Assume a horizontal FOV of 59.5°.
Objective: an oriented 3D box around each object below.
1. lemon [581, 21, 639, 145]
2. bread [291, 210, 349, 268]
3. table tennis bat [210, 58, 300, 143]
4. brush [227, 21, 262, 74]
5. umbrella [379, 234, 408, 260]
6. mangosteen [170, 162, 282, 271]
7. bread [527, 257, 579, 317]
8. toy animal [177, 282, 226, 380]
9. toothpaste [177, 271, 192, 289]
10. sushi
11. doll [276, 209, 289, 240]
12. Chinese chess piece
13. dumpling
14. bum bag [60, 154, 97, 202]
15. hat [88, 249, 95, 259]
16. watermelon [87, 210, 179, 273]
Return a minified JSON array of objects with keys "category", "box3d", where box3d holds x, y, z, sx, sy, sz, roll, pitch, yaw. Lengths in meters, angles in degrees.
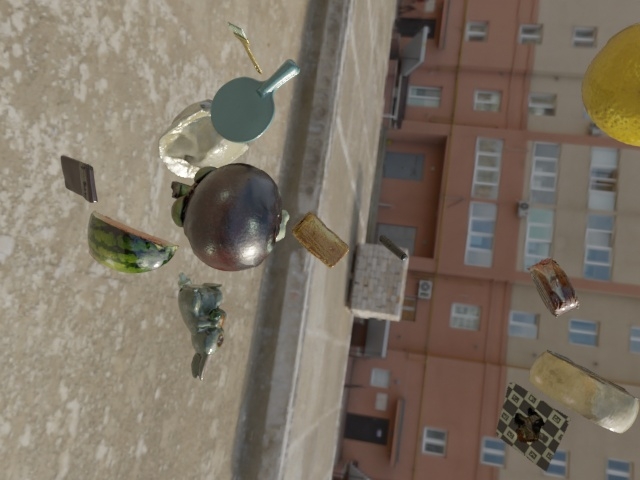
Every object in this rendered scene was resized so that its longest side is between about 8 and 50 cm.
[{"category":"lemon","box3d":[0.633,-0.289,1.052,0.228,0.253,0.228,-41,149,-32]},{"category":"bread","box3d":[0.000,0.000,1.259,0.074,0.132,0.053,-49,-176,-5]},{"category":"table tennis bat","box3d":[-0.150,-0.333,1.306,0.244,0.153,0.040,-39,173,9]},{"category":"brush","box3d":[-0.241,-0.635,1.871,0.010,0.082,0.218,-46,146,-8]},{"category":"umbrella","box3d":[0.244,0.026,1.874,0.036,0.133,0.031,16,111,-44]},{"category":"mangosteen","box3d":[-0.181,-0.045,1.082,0.216,0.216,0.216,7,90,-81]},{"category":"bread","box3d":[0.634,0.127,1.525,0.160,0.073,0.160,59,12,-21]},{"category":"toy animal","box3d":[-0.291,0.217,1.400,0.108,0.138,0.236,-16,107,-43]},{"category":"toothpaste","box3d":[-0.412,0.197,1.797,0.041,0.064,0.218,-90,167,-63]},{"category":"sushi","box3d":[0.618,0.533,1.628,0.040,0.193,0.210,-14,122,-38]},{"category":"doll","box3d":[-0.229,-0.012,2.058,0.155,0.275,0.113,16,46,-49]},{"category":"Chinese chess piece","box3d":[0.639,0.364,1.367,0.103,0.250,0.250,-63,171,2]},{"category":"dumpling","box3d":[-0.307,-0.248,1.484,0.243,0.227,0.175,45,8,-35]},{"category":"bum bag","box3d":[-0.679,-0.173,1.562,0.026,0.159,0.109,-28,129,-46]},{"category":"hat","box3d":[-0.706,0.032,1.795,0.042,0.058,0.087,-44,172,-45]},{"category":"watermelon","box3d":[-0.605,-0.009,1.699,0.128,0.303,0.159,101,13,-54]}]
